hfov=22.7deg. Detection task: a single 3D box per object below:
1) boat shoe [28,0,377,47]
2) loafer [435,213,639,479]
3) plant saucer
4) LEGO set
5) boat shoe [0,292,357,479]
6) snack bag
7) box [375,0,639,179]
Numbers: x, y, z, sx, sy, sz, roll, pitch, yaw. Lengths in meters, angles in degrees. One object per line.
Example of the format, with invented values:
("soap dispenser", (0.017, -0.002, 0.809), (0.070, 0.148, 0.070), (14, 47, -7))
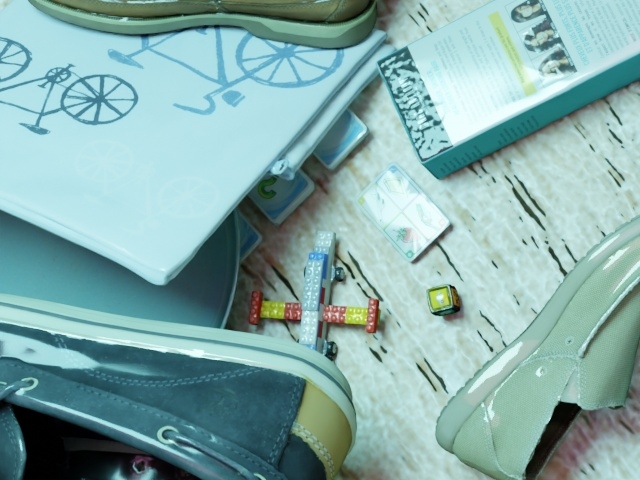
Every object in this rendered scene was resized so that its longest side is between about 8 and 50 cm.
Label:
("boat shoe", (-0.102, -0.241, 1.336), (0.307, 0.104, 0.110), (4, 47, 5))
("loafer", (0.206, 0.084, 1.210), (0.268, 0.102, 0.092), (-48, 68, 13))
("plant saucer", (-0.202, 0.021, 1.376), (0.318, 0.044, 0.317), (-5, 78, 25))
("LEGO set", (0.000, 0.000, 1.320), (0.182, 0.060, 0.244), (-45, 68, 9))
("boat shoe", (-0.226, 0.150, 1.219), (0.500, 0.186, 0.156), (5, 50, 13))
("snack bag", (-0.155, -0.117, 1.320), (0.323, 0.037, 0.342), (22, 51, 21))
("box", (0.177, -0.150, 1.290), (0.244, 0.060, 0.100), (-26, 71, 12))
